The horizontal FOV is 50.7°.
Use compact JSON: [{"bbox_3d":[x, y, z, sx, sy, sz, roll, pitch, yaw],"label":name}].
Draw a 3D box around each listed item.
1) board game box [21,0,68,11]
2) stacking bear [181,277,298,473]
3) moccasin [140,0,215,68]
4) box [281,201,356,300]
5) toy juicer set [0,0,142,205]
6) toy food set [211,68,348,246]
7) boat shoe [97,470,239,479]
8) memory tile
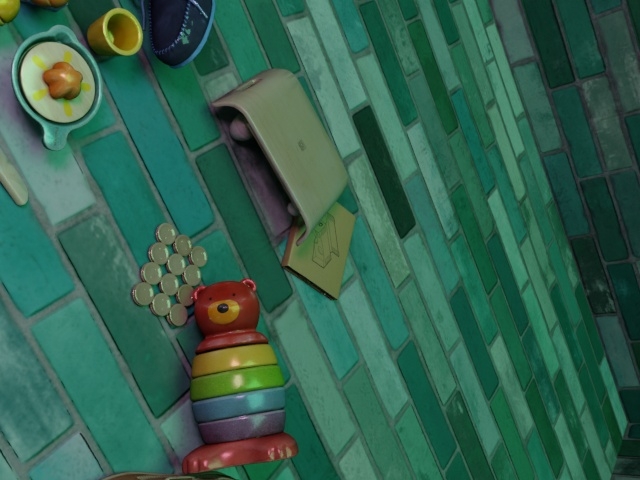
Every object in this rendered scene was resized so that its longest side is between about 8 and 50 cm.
[{"bbox_3d":[-0.461,-0.428,0.941,0.211,0.039,0.160,2,80,-49],"label":"board game box"},{"bbox_3d":[-0.139,0.206,1.088,0.164,0.175,0.289,71,10,-77],"label":"stacking bear"},{"bbox_3d":[-0.258,-0.445,1.129,0.117,0.137,0.342,35,42,-53],"label":"moccasin"},{"bbox_3d":[0.000,0.000,1.402,0.164,0.021,0.201,37,56,-39],"label":"box"},{"bbox_3d":[-0.388,-0.239,0.916,0.209,0.089,0.329,45,58,-41],"label":"toy juicer set"},{"bbox_3d":[-0.070,-0.168,1.308,0.306,0.092,0.220,61,33,-16],"label":"toy food set"},{"bbox_3d":[-0.219,0.393,0.977,0.324,0.116,0.123,6,77,-49],"label":"boat shoe"},{"bbox_3d":[-0.244,0.056,1.107,0.113,0.012,0.148,39,53,-38],"label":"memory tile"}]
